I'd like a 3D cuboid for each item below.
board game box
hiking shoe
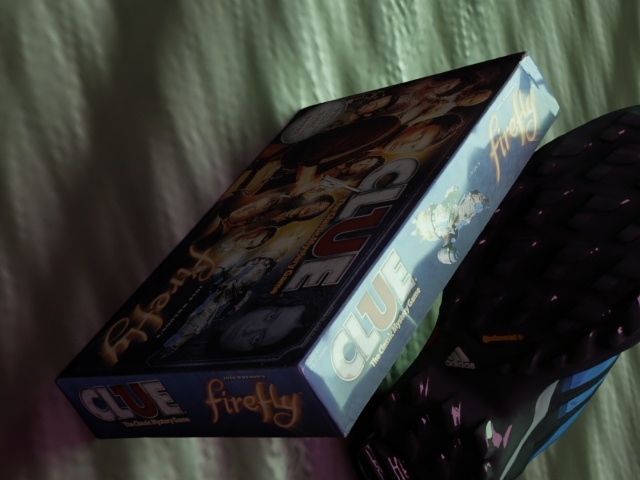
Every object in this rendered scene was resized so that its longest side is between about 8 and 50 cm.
[{"bbox_3d":[0.000,0.000,0.640,0.243,0.165,0.042,-52,121,-39],"label":"board game box"},{"bbox_3d":[0.129,0.035,0.728,0.113,0.304,0.132,43,33,14],"label":"hiking shoe"}]
